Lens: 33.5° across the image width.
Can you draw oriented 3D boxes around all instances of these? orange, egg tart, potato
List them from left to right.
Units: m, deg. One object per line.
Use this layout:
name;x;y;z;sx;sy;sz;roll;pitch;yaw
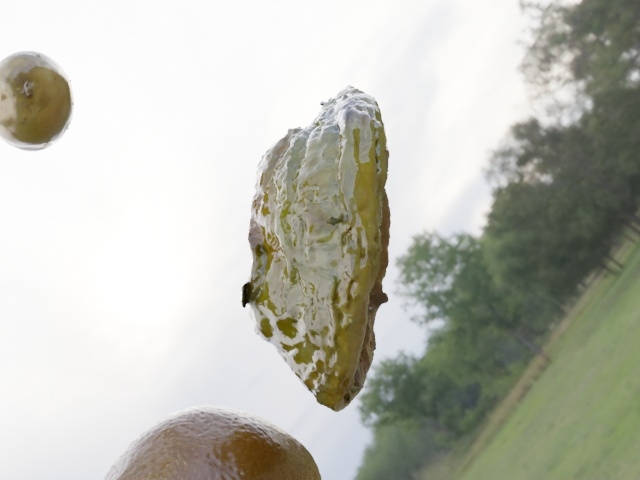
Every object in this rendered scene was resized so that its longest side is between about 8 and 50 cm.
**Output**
potato;-0.369;-0.175;1.357;0.178;0.109;0.118;125;143;-78
orange;-0.115;0.301;1.148;0.264;0.264;0.264;-48;-14;-15
egg tart;0.000;0.000;1.115;0.339;0.153;0.351;67;-155;-85
